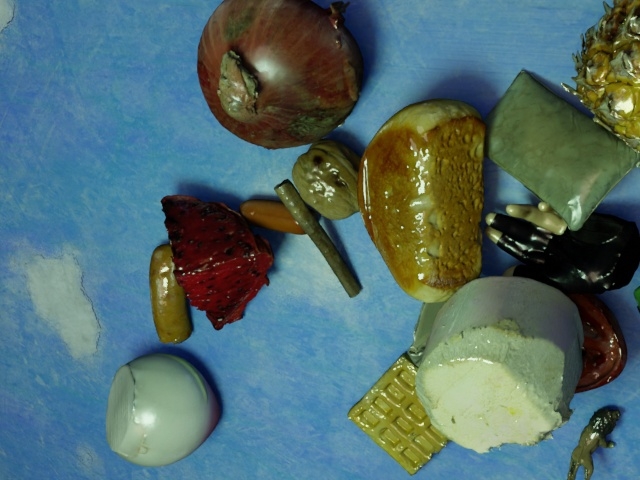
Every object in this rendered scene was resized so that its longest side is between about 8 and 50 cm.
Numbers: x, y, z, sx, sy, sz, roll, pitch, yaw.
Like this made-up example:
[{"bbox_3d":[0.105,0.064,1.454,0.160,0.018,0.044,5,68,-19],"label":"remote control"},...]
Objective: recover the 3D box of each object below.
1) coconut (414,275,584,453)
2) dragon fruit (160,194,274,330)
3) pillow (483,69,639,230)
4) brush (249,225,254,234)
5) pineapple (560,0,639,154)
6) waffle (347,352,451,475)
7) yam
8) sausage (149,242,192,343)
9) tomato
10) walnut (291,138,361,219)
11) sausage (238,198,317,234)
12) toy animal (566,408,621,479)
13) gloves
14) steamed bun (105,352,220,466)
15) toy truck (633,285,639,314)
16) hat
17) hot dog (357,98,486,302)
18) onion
[{"bbox_3d":[0.346,0.220,1.270,0.297,0.309,0.297,13,124,20],"label":"coconut"},{"bbox_3d":[-0.236,0.045,1.662,0.228,0.286,0.329,-22,140,-5],"label":"dragon fruit"},{"bbox_3d":[0.434,-0.172,1.262,0.302,0.075,0.185,46,107,30],"label":"pillow"},{"bbox_3d":[-0.176,0.004,1.677,0.051,0.014,0.164,9,109,20],"label":"brush"},{"bbox_3d":[0.579,-0.283,1.059,0.352,0.352,0.300,42,120,7],"label":"pineapple"},{"bbox_3d":[0.213,0.416,1.603,0.221,0.055,0.248,42,119,8],"label":"waffle"},{"bbox_3d":[0.000,0.000,1.523,0.045,0.045,0.327,-39,113,-11],"label":"yam"},{"bbox_3d":[-0.401,0.141,1.775,0.109,0.109,0.270,5,105,23],"label":"sausage"},{"bbox_3d":[0.519,0.198,1.369,0.228,0.101,0.228,9,103,42],"label":"tomato"},{"bbox_3d":[0.030,-0.130,1.464,0.184,0.155,0.155,45,119,5],"label":"walnut"},{"bbox_3d":[-0.104,-0.058,1.589,0.197,0.076,0.076,9,109,23],"label":"sausage"},{"bbox_3d":[0.573,0.451,1.430,0.069,0.086,0.220,24,93,40],"label":"toy animal"},{"bbox_3d":[0.458,0.016,1.310,0.301,0.152,0.197,24,81,29],"label":"gloves"},{"bbox_3d":[-0.404,0.456,1.796,0.309,0.309,0.309,7,109,23],"label":"steamed bun"},{"bbox_3d":[0.674,0.184,1.254,0.101,0.125,0.242,-25,76,23],"label":"toy truck"},{"bbox_3d":[0.321,0.212,1.486,0.214,0.149,0.245,17,75,14],"label":"hat"},{"bbox_3d":[0.201,-0.086,1.361,0.223,0.185,0.405,20,119,52],"label":"hot dog"},{"bbox_3d":[-0.079,-0.354,1.372,0.353,0.353,0.354,7,109,23],"label":"onion"}]
